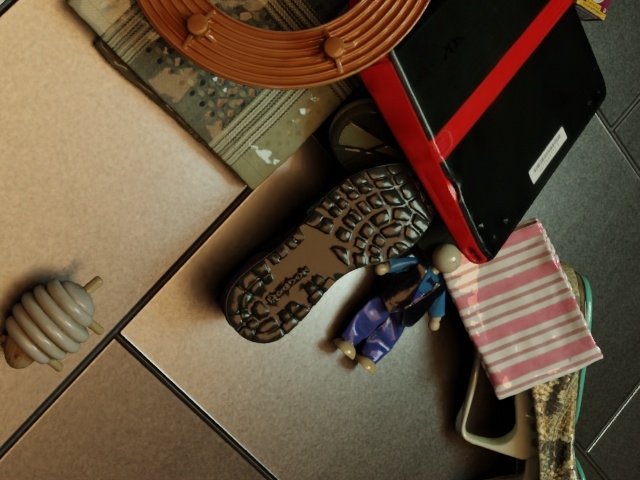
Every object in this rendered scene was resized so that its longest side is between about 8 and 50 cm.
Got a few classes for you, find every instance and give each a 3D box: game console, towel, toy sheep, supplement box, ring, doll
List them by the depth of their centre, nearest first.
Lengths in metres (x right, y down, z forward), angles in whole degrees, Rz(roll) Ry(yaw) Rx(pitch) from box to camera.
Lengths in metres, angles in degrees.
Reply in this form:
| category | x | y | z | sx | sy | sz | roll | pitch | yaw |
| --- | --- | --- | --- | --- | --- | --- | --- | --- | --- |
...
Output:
| category | x | y | z | sx | sy | sz | roll | pitch | yaw |
| --- | --- | --- | --- | --- | --- | --- | --- | --- | --- |
| ring | -0.037 | -0.321 | 1.060 | 0.336 | 0.032 | 0.337 | 0 | 88 | -3 |
| toy sheep | -0.280 | 0.085 | 1.110 | 0.132 | 0.091 | 0.091 | -45 | 116 | -7 |
| towel | -0.073 | -0.264 | 1.160 | 0.324 | 0.056 | 0.312 | -46 | 119 | -4 |
| game console | 0.200 | -0.214 | 1.253 | 0.386 | 0.060 | 0.342 | -49 | 121 | -36 |
| doll | 0.106 | 0.079 | 1.311 | 0.129 | 0.046 | 0.189 | 40 | 93 | -27 |
| towel | 0.249 | 0.086 | 1.319 | 0.144 | 0.029 | 0.197 | -24 | 83 | 9 |
| supplement box | 0.358 | -0.339 | 1.388 | 0.055 | 0.043 | 0.083 | 22 | 88 | -28 |

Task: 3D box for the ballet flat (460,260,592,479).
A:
| category | x | y | z | sx | sy | sz | roll | pitch | yaw |
| --- | --- | --- | --- | --- | --- | --- | --- | --- | --- |
| ballet flat | 0.278 | 0.269 | 1.411 | 0.182 | 0.164 | 0.483 | -6 | 97 | -4 |

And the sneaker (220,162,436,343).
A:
| category | x | y | z | sx | sy | sz | roll | pitch | yaw |
| --- | --- | --- | --- | --- | --- | --- | --- | --- | --- |
| sneaker | 0.000 | 0.000 | 1.214 | 0.283 | 0.124 | 0.107 | -34 | 103 | -8 |

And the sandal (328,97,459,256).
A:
| category | x | y | z | sx | sy | sz | roll | pitch | yaw |
| --- | --- | --- | --- | --- | --- | --- | --- | --- | --- |
| sandal | 0.121 | -0.085 | 1.275 | 0.120 | 0.086 | 0.303 | -35 | 130 | 15 |
